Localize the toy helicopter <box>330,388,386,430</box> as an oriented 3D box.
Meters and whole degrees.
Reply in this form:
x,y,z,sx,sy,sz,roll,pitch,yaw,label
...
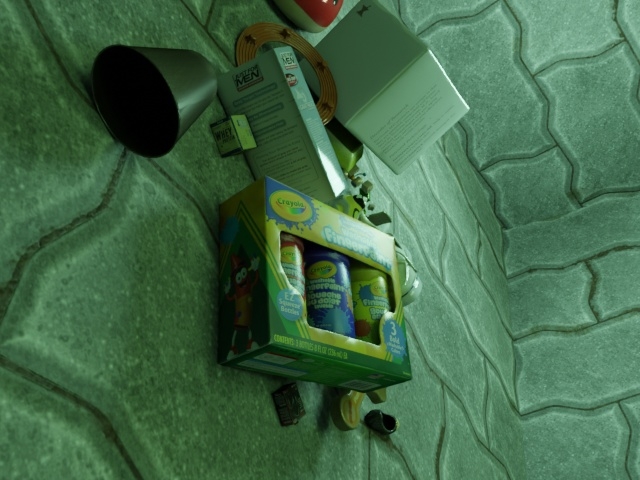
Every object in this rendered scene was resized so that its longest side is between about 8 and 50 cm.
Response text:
x,y,z,sx,sy,sz,roll,pitch,yaw,label
0.094,0.332,1.583,0.235,0.140,0.355,60,28,-14,toy helicopter

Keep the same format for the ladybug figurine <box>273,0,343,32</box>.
x,y,z,sx,sy,sz,roll,pitch,yaw,label
-0.047,-0.846,2.040,0.449,0.162,0.305,-18,90,-64,ladybug figurine

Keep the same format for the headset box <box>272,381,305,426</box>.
x,y,z,sx,sy,sz,roll,pitch,yaw,label
-0.067,0.359,1.360,0.062,0.032,0.083,-14,85,-65,headset box

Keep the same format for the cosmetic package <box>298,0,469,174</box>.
x,y,z,sx,sy,sz,roll,pitch,yaw,label
0.202,-0.485,1.998,0.393,0.327,0.329,30,21,-54,cosmetic package

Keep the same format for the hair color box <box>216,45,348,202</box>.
x,y,z,sx,sy,sz,roll,pitch,yaw,label
-0.094,-0.259,1.533,0.374,0.185,0.113,67,26,-11,hair color box

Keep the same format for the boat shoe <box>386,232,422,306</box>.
x,y,z,sx,sy,sz,roll,pitch,yaw,label
0.229,0.069,2.000,0.156,0.136,0.367,54,19,-19,boat shoe

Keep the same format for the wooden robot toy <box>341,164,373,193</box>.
x,y,z,sx,sy,sz,roll,pitch,yaw,label
0.086,-0.209,2.018,0.079,0.076,0.173,-37,83,-25,wooden robot toy

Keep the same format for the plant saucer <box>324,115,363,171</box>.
x,y,z,sx,sy,sz,roll,pitch,yaw,label
0.058,-0.320,1.962,0.188,0.045,0.188,45,30,-4,plant saucer

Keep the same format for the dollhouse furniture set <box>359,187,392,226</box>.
x,y,z,sx,sy,sz,roll,pitch,yaw,label
0.177,-0.113,2.106,0.152,0.076,0.059,46,36,-41,dollhouse furniture set

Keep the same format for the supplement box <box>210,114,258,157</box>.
x,y,z,sx,sy,sz,roll,pitch,yaw,label
-0.200,-0.244,1.461,0.083,0.056,0.083,-30,100,-64,supplement box

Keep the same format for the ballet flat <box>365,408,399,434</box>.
x,y,z,sx,sy,sz,roll,pitch,yaw,label
0.182,0.505,1.740,0.173,0.049,0.057,34,45,-52,ballet flat

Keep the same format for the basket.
x,y,z,sx,sy,sz,roll,pitch,yaw,label
-0.297,-0.283,1.195,0.204,0.154,0.227,65,23,-16,basket

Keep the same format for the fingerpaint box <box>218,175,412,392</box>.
x,y,z,sx,sy,sz,roll,pitch,yaw,label
-0.003,0.114,1.394,0.445,0.163,0.371,24,52,-41,fingerpaint box

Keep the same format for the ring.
x,y,z,sx,sy,sz,roll,pitch,yaw,label
-0.081,-0.460,1.726,0.336,0.032,0.337,18,59,-32,ring

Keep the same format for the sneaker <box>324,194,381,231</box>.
x,y,z,sx,sy,sz,roll,pitch,yaw,label
0.121,0.046,1.809,0.385,0.147,0.145,64,24,-21,sneaker
